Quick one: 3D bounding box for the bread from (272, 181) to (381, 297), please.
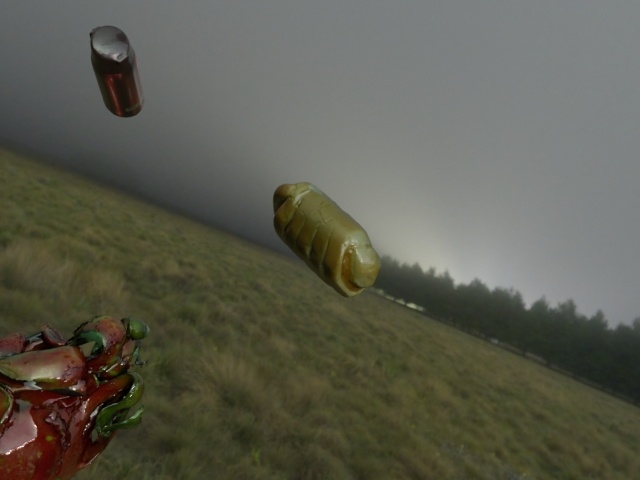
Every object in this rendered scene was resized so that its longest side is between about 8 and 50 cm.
[{"bbox_3d":[0.000,0.000,0.338,0.033,0.049,0.088,-23,49,-26],"label":"bread"}]

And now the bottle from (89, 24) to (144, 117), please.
[{"bbox_3d":[-0.262,-0.216,0.725,0.060,0.060,0.164,21,-14,-9],"label":"bottle"}]

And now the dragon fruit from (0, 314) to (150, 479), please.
[{"bbox_3d":[-0.197,0.128,0.412,0.138,0.175,0.142,55,-11,27],"label":"dragon fruit"}]
